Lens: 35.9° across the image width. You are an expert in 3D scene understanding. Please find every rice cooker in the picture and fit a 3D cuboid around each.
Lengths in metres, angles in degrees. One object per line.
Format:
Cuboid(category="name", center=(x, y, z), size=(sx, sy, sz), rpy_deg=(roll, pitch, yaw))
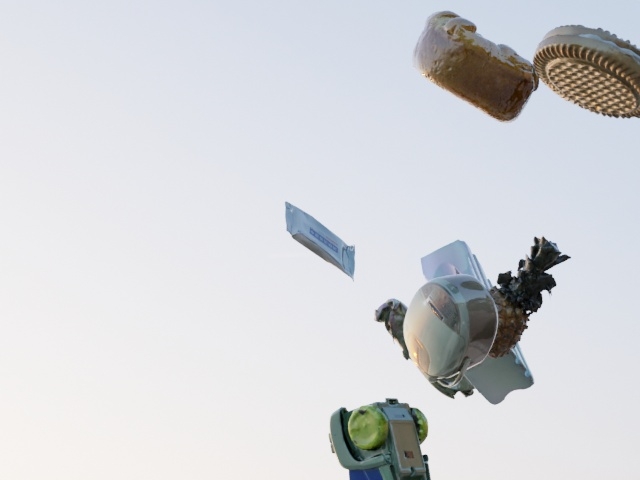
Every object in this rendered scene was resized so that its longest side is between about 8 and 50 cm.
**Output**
Cuboid(category="rice cooker", center=(0.221, 0.148, 1.671), size=(0.127, 0.145, 0.206), rpy_deg=(-18, -41, -23))

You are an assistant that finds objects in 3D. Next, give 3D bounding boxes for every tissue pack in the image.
Cuboid(category="tissue pack", center=(0.000, 0.000, 2.089), size=(0.193, 0.122, 0.026), rpy_deg=(35, -65, -22))

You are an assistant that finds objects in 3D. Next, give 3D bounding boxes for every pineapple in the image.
Cuboid(category="pineapple", center=(0.374, 0.104, 1.889), size=(0.128, 0.128, 0.248), rpy_deg=(28, -76, -44))

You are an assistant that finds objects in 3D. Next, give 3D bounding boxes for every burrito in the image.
Cuboid(category="burrito", center=(0.253, 0.264, 2.376), size=(0.096, 0.309, 0.066), rpy_deg=(-47, -7, 27))

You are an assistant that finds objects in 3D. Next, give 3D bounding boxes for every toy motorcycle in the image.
Cuboid(category="toy motorcycle", center=(0.132, 0.519, 2.154), size=(0.200, 0.326, 0.191), rpy_deg=(-23, -23, 34))

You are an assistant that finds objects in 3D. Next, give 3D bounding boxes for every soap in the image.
Cuboid(category="soap", center=(0.335, 0.163, 2.175), size=(0.115, 0.347, 0.208), rpy_deg=(-29, -47, 14))

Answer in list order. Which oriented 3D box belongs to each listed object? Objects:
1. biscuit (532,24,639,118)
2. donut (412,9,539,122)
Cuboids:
Cuboid(category="biscuit", center=(0.505, -0.306, 1.799), size=(0.259, 0.079, 0.259), rpy_deg=(26, -10, 5))
Cuboid(category="donut", center=(0.249, -0.281, 1.596), size=(0.226, 0.226, 0.114), rpy_deg=(22, -76, -39))
